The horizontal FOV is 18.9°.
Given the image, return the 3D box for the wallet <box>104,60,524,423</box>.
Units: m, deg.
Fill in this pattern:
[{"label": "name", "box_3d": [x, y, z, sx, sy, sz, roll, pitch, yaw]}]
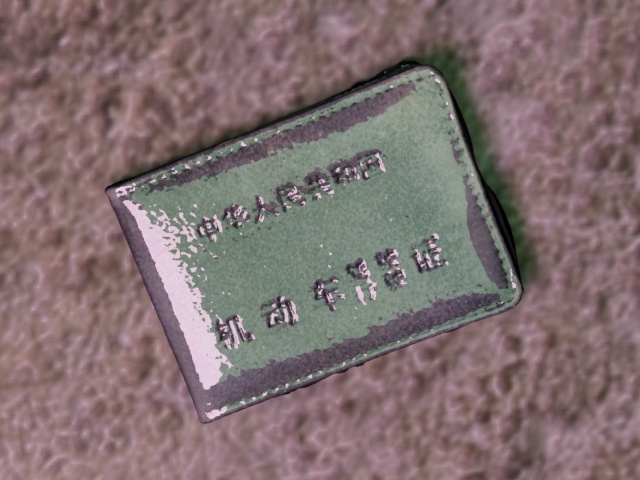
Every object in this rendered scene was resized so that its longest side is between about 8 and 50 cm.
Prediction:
[{"label": "wallet", "box_3d": [0.000, 0.000, 1.165, 0.222, 0.036, 0.167, -21, 98, 0]}]
